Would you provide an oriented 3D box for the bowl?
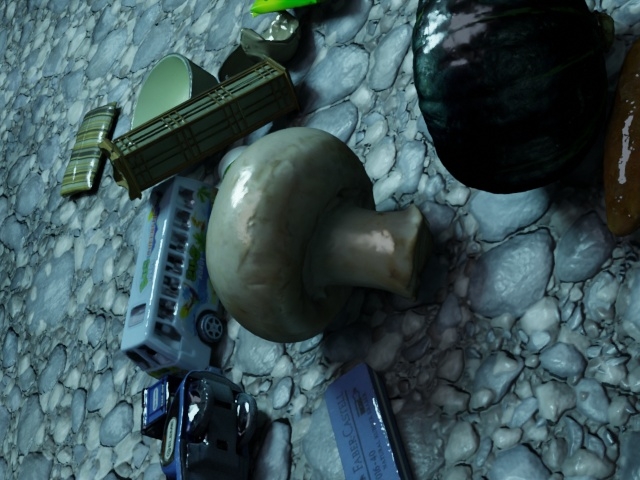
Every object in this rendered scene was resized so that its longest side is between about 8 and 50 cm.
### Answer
[{"bbox_3d":[-0.241,-0.220,1.990,0.211,0.112,0.211,-22,62,49],"label":"bowl"}]

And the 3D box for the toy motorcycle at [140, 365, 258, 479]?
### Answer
[{"bbox_3d":[-0.185,0.352,1.608,0.212,0.125,0.358,-37,43,39],"label":"toy motorcycle"}]

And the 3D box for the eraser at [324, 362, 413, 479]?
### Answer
[{"bbox_3d":[0.065,0.269,1.444,0.082,0.036,0.225,-38,44,24],"label":"eraser"}]

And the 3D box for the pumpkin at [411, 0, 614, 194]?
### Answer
[{"bbox_3d":[0.239,-0.218,1.355,0.238,0.315,0.315,-13,56,17],"label":"pumpkin"}]

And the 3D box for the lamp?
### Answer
[{"bbox_3d":[-0.194,-0.187,1.829,0.325,0.090,0.089,-31,36,-14],"label":"lamp"}]

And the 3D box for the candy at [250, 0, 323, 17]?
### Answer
[{"bbox_3d":[-0.031,-0.418,1.912,0.178,0.032,0.102,0,25,44],"label":"candy"}]

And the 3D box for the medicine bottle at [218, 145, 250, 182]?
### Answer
[{"bbox_3d":[-0.098,-0.068,1.780,0.086,0.086,0.183,-48,41,16],"label":"medicine bottle"}]

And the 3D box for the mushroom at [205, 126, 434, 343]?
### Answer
[{"bbox_3d":[0.000,0.000,1.502,0.290,0.297,0.297,13,77,26],"label":"mushroom"}]

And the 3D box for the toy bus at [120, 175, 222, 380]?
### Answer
[{"bbox_3d":[-0.227,0.062,1.804,0.109,0.136,0.329,-21,52,41],"label":"toy bus"}]

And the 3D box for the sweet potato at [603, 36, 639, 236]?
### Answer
[{"bbox_3d":[0.379,-0.122,1.302,0.097,0.097,0.251,3,75,48],"label":"sweet potato"}]

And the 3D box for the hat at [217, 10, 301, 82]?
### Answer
[{"bbox_3d":[-0.098,-0.321,1.956,0.147,0.085,0.175,-43,-5,-48],"label":"hat"}]

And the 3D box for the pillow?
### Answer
[{"bbox_3d":[-0.477,-0.189,2.301,0.113,0.038,0.203,-11,60,44],"label":"pillow"}]
